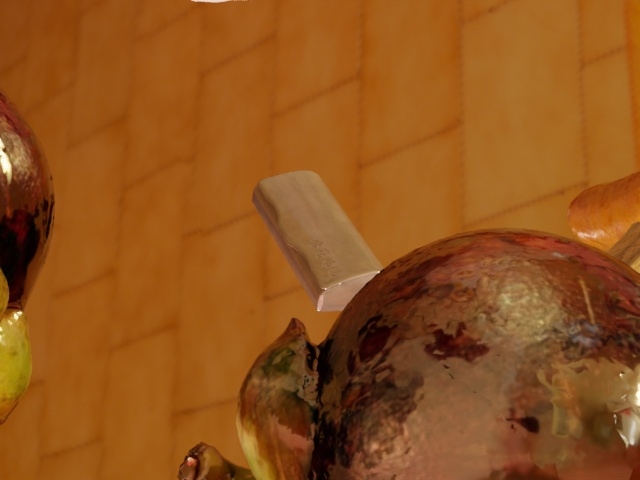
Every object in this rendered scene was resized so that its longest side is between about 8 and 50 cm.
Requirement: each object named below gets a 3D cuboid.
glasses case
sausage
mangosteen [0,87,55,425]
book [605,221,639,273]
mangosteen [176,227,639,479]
[{"bbox_3d":[-0.001,-0.001,1.277,0.190,0.072,0.042,-123,31,-53],"label":"glasses case"},{"bbox_3d":[0.414,-0.048,1.825,0.270,0.109,0.109,149,130,-63],"label":"sausage"},{"bbox_3d":[-0.232,-0.006,0.718,0.210,0.210,0.210,-24,57,43],"label":"mangosteen"},{"bbox_3d":[0.296,0.040,1.485,0.198,0.016,0.138,-43,3,-14],"label":"book"},{"bbox_3d":[0.106,0.150,0.850,0.330,0.330,0.330,-24,57,43],"label":"mangosteen"}]
